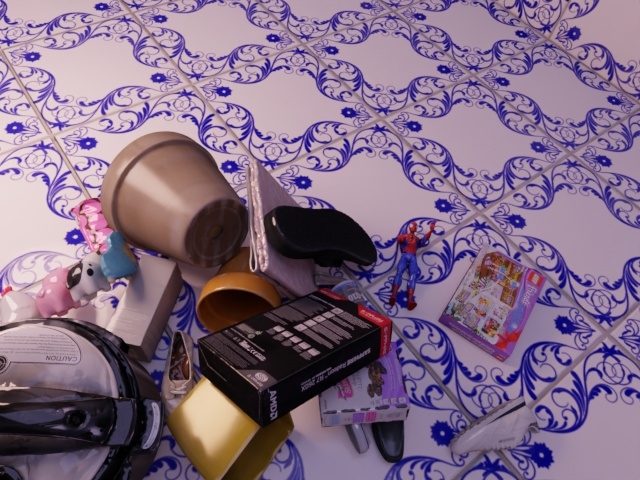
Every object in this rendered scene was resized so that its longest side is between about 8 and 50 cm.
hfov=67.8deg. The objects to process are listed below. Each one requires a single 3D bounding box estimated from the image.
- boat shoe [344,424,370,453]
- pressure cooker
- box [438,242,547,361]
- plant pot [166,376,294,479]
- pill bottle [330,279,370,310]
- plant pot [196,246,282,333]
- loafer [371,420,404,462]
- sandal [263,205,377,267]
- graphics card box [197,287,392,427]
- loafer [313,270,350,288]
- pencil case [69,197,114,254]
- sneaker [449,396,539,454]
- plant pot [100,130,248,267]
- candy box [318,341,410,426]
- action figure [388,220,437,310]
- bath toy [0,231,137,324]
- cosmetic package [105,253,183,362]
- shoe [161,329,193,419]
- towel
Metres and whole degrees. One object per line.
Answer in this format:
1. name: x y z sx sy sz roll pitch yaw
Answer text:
1. boat shoe: 0.084 0.383 1.138 0.075 0.083 0.226 -13 59 -14
2. pressure cooker: -0.495 0.341 0.875 0.369 0.420 0.375 -39 76 -20
3. box: 0.488 0.166 1.344 0.200 0.057 0.293 33 59 15
4. plant pot: -0.202 0.408 1.028 0.187 0.212 0.212 26 57 23
5. pill bottle: 0.087 0.181 1.273 0.078 0.078 0.137 -19 62 -18
6. plant pot: -0.194 0.123 1.219 0.204 0.205 0.188 7 42 -3
7. loafer: 0.159 0.406 1.136 0.076 0.078 0.224 0 57 -6
8. sandal: -0.002 -0.002 1.262 0.445 0.107 0.168 10 51 -51
9. graphics card box: -0.048 0.230 1.036 0.370 0.094 0.232 -17 28 -41
10. loafer: 0.031 0.118 1.310 0.125 0.045 0.039 19 64 -34
11. pencil case: -0.606 -0.019 1.311 0.098 0.095 0.209 -2 47 -51
12. sneaker: 0.417 0.460 1.133 0.234 0.090 0.095 -20 71 -17
13. plant pot: -0.335 -0.079 1.203 0.280 0.323 0.323 31 57 34
14. candy box: 0.090 0.327 1.092 0.196 0.070 0.165 -4 45 -3
15. action figure: 0.261 0.041 1.355 0.091 0.139 0.281 14 54 1
16. bath toy: -0.623 0.110 1.157 0.348 0.151 0.129 -28 86 4
17. cosmetic package: -0.434 0.167 1.191 0.107 0.127 0.238 10 55 1
18. shoe: -0.343 0.320 1.141 0.076 0.058 0.219 -2 57 -8
19. towel: -0.096 0.000 1.248 0.053 0.317 0.332 -20 57 17
